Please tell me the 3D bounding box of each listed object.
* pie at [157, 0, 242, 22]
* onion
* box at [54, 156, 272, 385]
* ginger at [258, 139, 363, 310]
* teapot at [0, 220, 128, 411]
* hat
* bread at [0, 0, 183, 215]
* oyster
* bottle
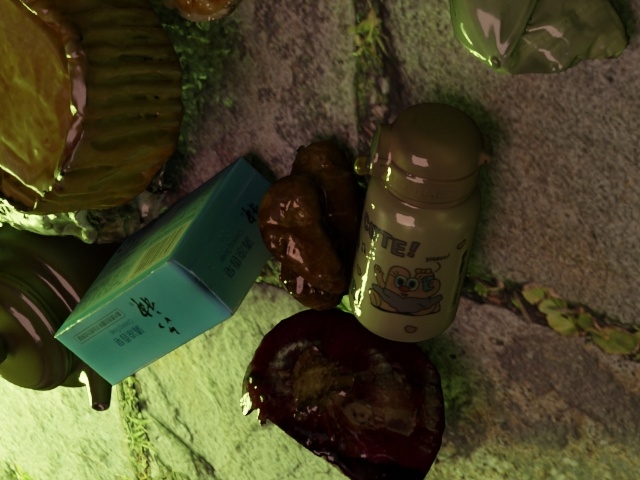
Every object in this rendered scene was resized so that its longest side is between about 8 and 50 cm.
[{"bbox_3d":[-0.105,-0.282,1.510,0.179,0.084,0.205,38,138,11],"label":"pie"},{"bbox_3d":[0.038,0.153,1.712,0.195,0.140,0.218,22,171,28],"label":"onion"},{"bbox_3d":[-0.136,0.032,1.739,0.083,0.142,0.232,41,142,-13],"label":"box"},{"bbox_3d":[0.000,0.000,1.634,0.073,0.103,0.162,11,131,32],"label":"ginger"},{"bbox_3d":[-0.293,0.062,1.891,0.268,0.175,0.185,43,138,6],"label":"teapot"},{"bbox_3d":[0.142,-0.193,1.378,0.122,0.081,0.166,-17,99,45],"label":"hat"},{"bbox_3d":[-0.232,-0.149,1.597,0.253,0.142,0.227,50,127,21],"label":"bread"},{"bbox_3d":[-0.239,-0.078,1.770,0.198,0.112,0.267,44,134,6],"label":"oyster"},{"bbox_3d":[0.076,-0.020,1.549,0.110,0.097,0.209,5,132,-3],"label":"bottle"}]
